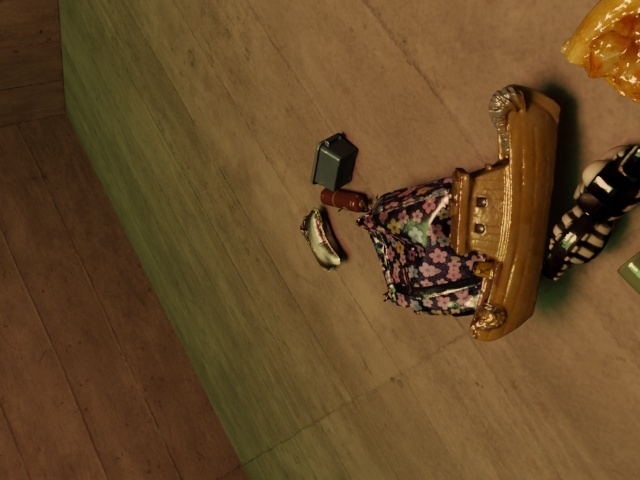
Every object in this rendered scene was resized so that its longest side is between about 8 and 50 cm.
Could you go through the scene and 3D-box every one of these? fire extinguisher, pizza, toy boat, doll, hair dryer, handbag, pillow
[{"bbox_3d":[0.051,-0.076,1.063,0.132,0.039,0.056,19,157,51],"label":"fire extinguisher"},{"bbox_3d":[0.357,-0.174,0.506,0.292,0.058,0.197,11,119,55],"label":"pizza"},{"bbox_3d":[0.219,-0.028,0.685,0.089,0.121,0.322,-68,-19,-75],"label":"toy boat"},{"bbox_3d":[0.317,-0.039,0.623,0.067,0.091,0.219,48,142,27],"label":"doll"},{"bbox_3d":[0.401,0.012,0.586,0.071,0.047,0.150,51,135,22],"label":"hair dryer"},{"bbox_3d":[0.182,0.014,0.828,0.228,0.126,0.208,-13,108,44],"label":"handbag"},{"bbox_3d":[0.002,-0.001,1.175,0.091,0.055,0.136,-33,82,40],"label":"pillow"}]

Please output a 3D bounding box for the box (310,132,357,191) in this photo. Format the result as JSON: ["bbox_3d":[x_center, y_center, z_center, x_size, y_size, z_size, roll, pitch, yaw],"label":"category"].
[{"bbox_3d":[0.028,-0.143,1.031,0.054,0.074,0.099,34,137,23],"label":"box"}]
